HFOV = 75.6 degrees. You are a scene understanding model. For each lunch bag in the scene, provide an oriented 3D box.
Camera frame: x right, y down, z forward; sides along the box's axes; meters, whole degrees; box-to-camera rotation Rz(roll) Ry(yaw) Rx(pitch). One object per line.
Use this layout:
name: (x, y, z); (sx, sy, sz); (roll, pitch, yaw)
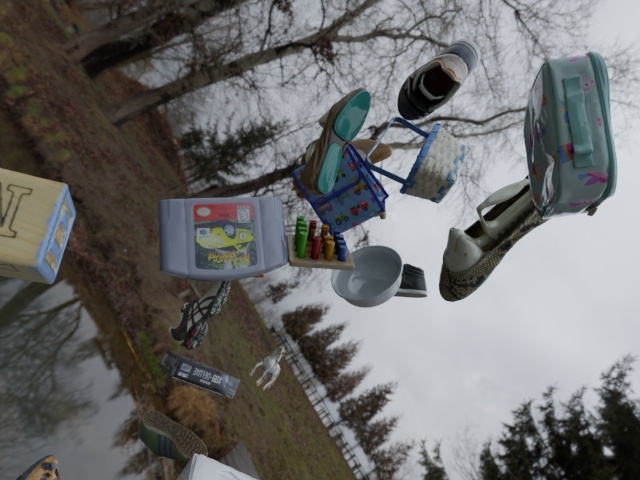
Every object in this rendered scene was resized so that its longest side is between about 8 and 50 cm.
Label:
lunch bag: (0.060, -0.194, 1.405); (0.293, 0.220, 0.138); (53, 29, -18)
lunch bag: (0.460, -0.182, 0.765); (0.224, 0.107, 0.280); (34, 54, -72)

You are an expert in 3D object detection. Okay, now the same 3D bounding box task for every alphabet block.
alphabet block: (-0.671, -0.030, 0.890); (0.192, 0.197, 0.194); (143, -44, -59)

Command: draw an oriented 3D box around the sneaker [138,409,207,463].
sneaker: (-0.379, 0.515, 1.042); (0.192, 0.086, 0.064); (32, 20, 7)

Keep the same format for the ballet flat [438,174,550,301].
ballet flat: (0.477, -0.031, 1.163); (0.182, 0.483, 0.164); (31, 21, -33)

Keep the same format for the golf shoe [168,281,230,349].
golf shoe: (-0.408, 0.230, 1.397); (0.120, 0.273, 0.105); (29, -10, 8)

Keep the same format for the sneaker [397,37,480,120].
sneaker: (0.289, -0.414, 1.142); (0.126, 0.127, 0.321); (42, -23, -4)

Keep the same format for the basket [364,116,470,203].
basket: (0.315, -0.267, 1.355); (0.288, 0.255, 0.201); (33, -28, 4)

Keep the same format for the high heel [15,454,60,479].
high heel: (-0.390, 0.457, 0.608); (0.186, 0.093, 0.262); (-95, 180, -54)

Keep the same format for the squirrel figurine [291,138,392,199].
squirrel figurine: (0.082, -0.250, 1.804); (0.396, 0.281, 0.370); (20, -24, 10)

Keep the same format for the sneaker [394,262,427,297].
sneaker: (0.357, 0.182, 1.946); (0.105, 0.295, 0.147); (72, 25, -64)

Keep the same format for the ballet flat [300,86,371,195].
ballet flat: (0.029, -0.296, 1.214); (0.124, 0.343, 0.116); (21, -3, 42)

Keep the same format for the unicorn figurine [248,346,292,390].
unicorn figurine: (-0.138, 0.346, 1.122); (0.060, 0.111, 0.162); (40, -24, 14)

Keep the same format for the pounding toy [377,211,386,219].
pounding toy: (0.215, -0.191, 2.060); (0.269, 0.154, 0.154); (10, -77, 45)

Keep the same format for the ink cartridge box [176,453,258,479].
ink cartridge box: (-0.253, 0.596, 0.857); (0.171, 0.237, 0.100); (33, 7, -13)

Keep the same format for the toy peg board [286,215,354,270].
toy peg board: (0.000, 0.000, 1.049); (0.161, 0.160, 0.079); (-105, -159, -64)

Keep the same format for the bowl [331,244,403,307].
bowl: (0.200, 0.167, 1.652); (0.298, 0.297, 0.134); (40, -19, 53)

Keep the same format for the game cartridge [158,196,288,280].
game cartridge: (-0.225, -0.004, 0.974); (0.060, 0.293, 0.196); (139, -54, -70)

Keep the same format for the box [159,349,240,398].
box: (-0.480, 0.518, 1.616); (0.242, 0.077, 0.307); (31, -22, -23)
